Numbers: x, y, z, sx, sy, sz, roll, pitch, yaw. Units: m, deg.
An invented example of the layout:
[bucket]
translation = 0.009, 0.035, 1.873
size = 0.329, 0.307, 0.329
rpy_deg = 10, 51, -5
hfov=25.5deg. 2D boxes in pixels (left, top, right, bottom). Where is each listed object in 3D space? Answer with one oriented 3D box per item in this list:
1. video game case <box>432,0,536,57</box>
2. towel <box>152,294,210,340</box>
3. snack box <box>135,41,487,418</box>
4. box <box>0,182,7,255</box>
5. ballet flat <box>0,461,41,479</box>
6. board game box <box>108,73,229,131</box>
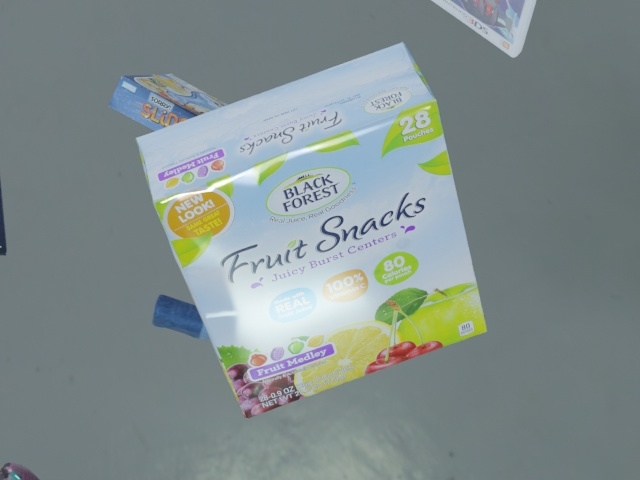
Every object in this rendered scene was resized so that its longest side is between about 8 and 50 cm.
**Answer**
[video game case]
translation = 0.217, -0.366, 1.934
size = 0.183, 0.201, 0.023
rpy_deg = 38, 62, 18
[towel]
translation = -0.131, 0.095, 1.583
size = 0.119, 0.067, 0.029
rpy_deg = 20, 74, -4
[snack box]
translation = 0.000, 0.000, 0.885
size = 0.174, 0.070, 0.207
rpy_deg = -21, 132, -2
[box]
translation = -0.485, -0.102, 1.685
size = 0.184, 0.103, 0.261
rpy_deg = -5, 89, -31
[ballet flat]
translation = -0.297, 0.215, 1.219
size = 0.077, 0.221, 0.079
rpy_deg = -34, 101, -35
[board game box]
translation = -0.093, -0.104, 1.392
size = 0.201, 0.136, 0.035
rpy_deg = 28, 103, 8
